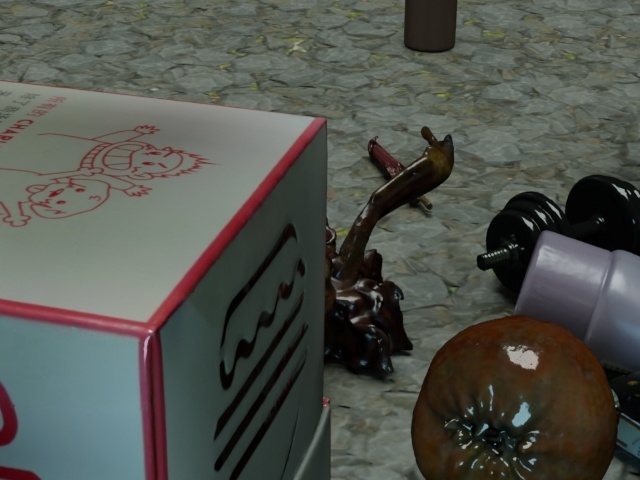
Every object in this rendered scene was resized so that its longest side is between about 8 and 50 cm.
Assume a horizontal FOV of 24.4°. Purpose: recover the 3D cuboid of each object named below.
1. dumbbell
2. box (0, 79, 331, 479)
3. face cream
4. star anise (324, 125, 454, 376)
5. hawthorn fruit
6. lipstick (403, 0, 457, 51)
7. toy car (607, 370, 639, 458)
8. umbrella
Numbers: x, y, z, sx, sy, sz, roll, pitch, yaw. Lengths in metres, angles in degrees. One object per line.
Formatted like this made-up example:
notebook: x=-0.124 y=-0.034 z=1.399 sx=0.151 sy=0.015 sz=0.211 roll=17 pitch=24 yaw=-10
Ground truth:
dumbbell: x=0.226 y=-0.005 z=1.347 sx=0.208 sy=0.099 sz=0.099 roll=-16 pitch=30 yaw=-30
box: x=-0.176 y=0.093 z=0.907 sx=0.312 sy=0.300 sz=0.314 roll=7 pitch=27 yaw=15
face cream: x=0.297 y=0.075 z=1.215 sx=0.273 sy=0.096 sz=0.154 roll=18 pitch=23 yaw=6
star anise: x=0.001 y=0.006 z=1.253 sx=0.346 sy=0.148 sz=0.237 roll=-34 pitch=58 yaw=-31
hawthorn fruit: x=0.150 y=0.114 z=1.044 sx=0.149 sy=0.149 sz=0.189 roll=19 pitch=36 yaw=33
lipstick: x=0.147 y=-0.377 z=1.925 sx=0.070 sy=0.254 sz=0.070 roll=1 pitch=26 yaw=0
toy car: x=0.279 y=0.148 z=1.083 sx=0.095 sy=0.056 sz=0.205 roll=-13 pitch=28 yaw=-26
umbrella: x=0.080 y=-0.069 z=1.555 sx=0.025 sy=0.027 sz=0.165 roll=-39 pitch=32 yaw=2
